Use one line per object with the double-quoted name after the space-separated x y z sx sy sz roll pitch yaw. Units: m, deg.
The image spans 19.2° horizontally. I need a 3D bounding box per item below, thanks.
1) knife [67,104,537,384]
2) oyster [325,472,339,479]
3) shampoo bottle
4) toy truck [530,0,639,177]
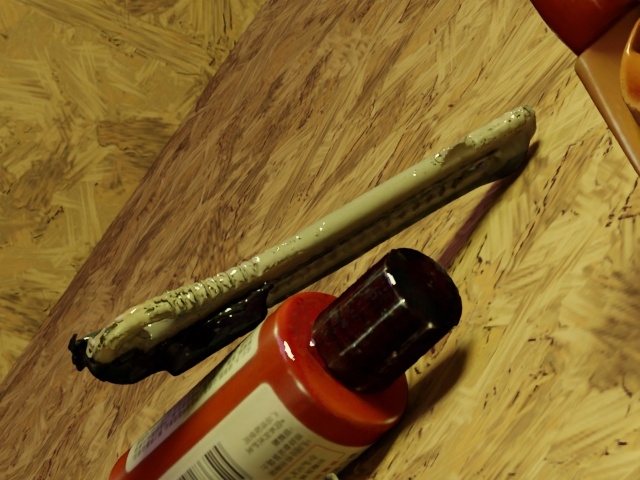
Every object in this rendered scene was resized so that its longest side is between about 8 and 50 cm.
0.003 0.005 1.219 0.365 0.043 0.089 -28 -14 -24 "knife"
0.003 0.199 0.934 0.221 0.096 0.361 -41 19 17 "oyster"
-0.019 0.105 1.196 0.278 0.104 0.104 -44 16 33 "shampoo bottle"
0.217 -0.115 0.882 0.265 0.239 0.189 -8 -25 -45 "toy truck"
